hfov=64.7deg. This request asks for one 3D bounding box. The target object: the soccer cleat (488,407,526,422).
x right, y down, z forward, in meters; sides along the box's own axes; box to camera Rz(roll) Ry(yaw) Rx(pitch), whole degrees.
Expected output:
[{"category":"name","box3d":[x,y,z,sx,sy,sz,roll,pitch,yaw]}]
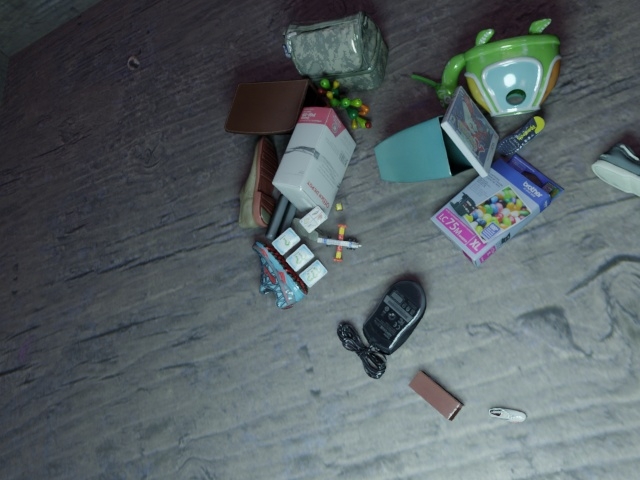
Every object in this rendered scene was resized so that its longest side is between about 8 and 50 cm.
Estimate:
[{"category":"soccer cleat","box3d":[0.435,0.407,1.180,0.083,0.035,0.029,2,68,27]}]

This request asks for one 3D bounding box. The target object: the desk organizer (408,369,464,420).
[{"category":"desk organizer","box3d":[0.286,0.385,1.257,0.130,0.047,0.050,37,88,34]}]

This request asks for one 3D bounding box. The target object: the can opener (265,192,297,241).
[{"category":"can opener","box3d":[-0.115,-0.119,1.688,0.093,0.074,0.280,-18,51,58]}]

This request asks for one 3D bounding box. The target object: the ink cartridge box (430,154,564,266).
[{"category":"ink cartridge box","box3d":[0.481,-0.097,1.386,0.311,0.065,0.185,-40,56,1]}]

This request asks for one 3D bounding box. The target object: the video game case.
[{"category":"video game case","box3d":[0.419,-0.303,1.399,0.023,0.201,0.183,-23,31,46]}]

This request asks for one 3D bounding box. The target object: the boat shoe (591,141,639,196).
[{"category":"boat shoe","box3d":[0.823,-0.141,1.209,0.099,0.116,0.319,-50,51,1]}]

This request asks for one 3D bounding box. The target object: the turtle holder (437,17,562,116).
[{"category":"turtle holder","box3d":[0.512,-0.471,1.435,0.321,0.243,0.227,-8,98,-3]}]

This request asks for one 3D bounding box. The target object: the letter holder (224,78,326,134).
[{"category":"letter holder","box3d":[-0.164,-0.437,1.806,0.302,0.152,0.214,6,71,28]}]

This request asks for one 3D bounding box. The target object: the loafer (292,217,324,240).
[{"category":"loafer","box3d":[-0.040,-0.035,1.625,0.125,0.039,0.045,35,118,37]}]

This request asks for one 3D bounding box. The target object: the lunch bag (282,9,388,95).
[{"category":"lunch bag","box3d":[0.053,-0.659,1.741,0.305,0.256,0.212,3,68,27]}]

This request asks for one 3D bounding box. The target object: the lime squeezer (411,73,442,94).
[{"category":"lime squeezer","box3d":[0.384,-0.446,1.613,0.110,0.059,0.310,-41,51,40]}]

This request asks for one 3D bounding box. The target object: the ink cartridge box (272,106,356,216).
[{"category":"ink cartridge box","box3d":[-0.015,-0.247,1.606,0.117,0.207,0.282,12,72,31]}]

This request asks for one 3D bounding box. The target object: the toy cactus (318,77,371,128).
[{"category":"toy cactus","box3d":[0.075,-0.455,1.708,0.112,0.219,0.180,-56,14,11]}]

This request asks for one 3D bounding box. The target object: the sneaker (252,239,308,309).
[{"category":"sneaker","box3d":[-0.158,0.106,1.570,0.125,0.104,0.262,-44,56,3]}]

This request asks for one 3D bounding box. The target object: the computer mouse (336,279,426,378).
[{"category":"computer mouse","box3d":[0.187,0.222,1.375,0.272,0.072,0.188,-50,57,12]}]

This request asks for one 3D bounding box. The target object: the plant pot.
[{"category":"plant pot","box3d":[0.287,-0.255,1.464,0.234,0.166,0.165,-8,101,39]}]

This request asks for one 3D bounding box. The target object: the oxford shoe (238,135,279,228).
[{"category":"oxford shoe","box3d":[-0.228,-0.204,1.744,0.130,0.123,0.347,-10,62,28]}]

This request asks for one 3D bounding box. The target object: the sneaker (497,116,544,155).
[{"category":"sneaker","box3d":[0.574,-0.294,1.443,0.144,0.059,0.053,-36,84,26]}]

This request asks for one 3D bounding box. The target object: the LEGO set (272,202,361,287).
[{"category":"LEGO set","box3d":[0.000,0.000,1.528,0.244,0.060,0.182,-40,88,2]}]
